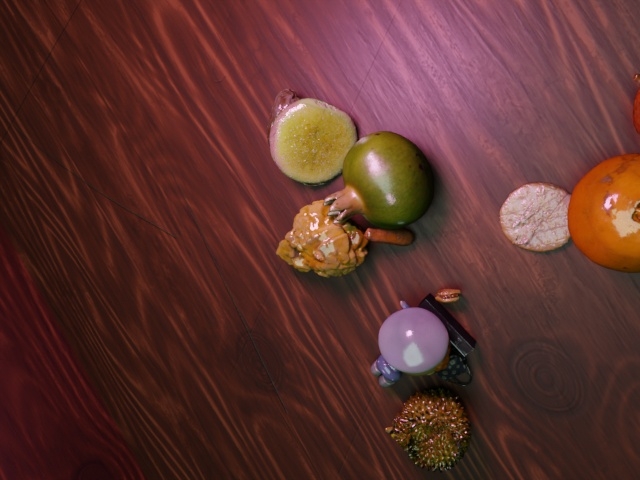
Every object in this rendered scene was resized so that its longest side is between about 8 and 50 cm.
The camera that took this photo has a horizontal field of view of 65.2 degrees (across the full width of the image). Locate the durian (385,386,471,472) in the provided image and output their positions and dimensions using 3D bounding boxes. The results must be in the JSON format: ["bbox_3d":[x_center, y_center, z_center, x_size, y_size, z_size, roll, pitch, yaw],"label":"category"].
[{"bbox_3d":[0.366,0.628,1.666,0.258,0.258,0.292,41,124,11],"label":"durian"}]

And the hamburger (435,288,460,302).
[{"bbox_3d":[0.413,0.180,1.622,0.076,0.083,0.044,-3,91,-5],"label":"hamburger"}]

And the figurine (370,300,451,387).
[{"bbox_3d":[0.272,0.393,1.628,0.224,0.205,0.381,46,140,32],"label":"figurine"}]

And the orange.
[{"bbox_3d":[0.801,-0.069,1.280,0.313,0.312,0.311,5,103,23],"label":"orange"}]

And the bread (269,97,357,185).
[{"bbox_3d":[-0.025,-0.316,1.651,0.302,0.045,0.301,-3,120,-6],"label":"bread"}]

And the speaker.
[{"bbox_3d":[0.415,0.275,1.644,0.218,0.082,0.044,46,114,7],"label":"speaker"}]

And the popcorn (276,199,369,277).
[{"bbox_3d":[0.000,0.000,1.689,0.333,0.225,0.264,-13,95,26],"label":"popcorn"}]

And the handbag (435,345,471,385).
[{"bbox_3d":[0.450,0.433,1.677,0.115,0.072,0.139,-37,98,27],"label":"handbag"}]

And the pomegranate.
[{"bbox_3d":[0.181,-0.170,1.521,0.359,0.216,0.309,-29,91,-12],"label":"pomegranate"}]

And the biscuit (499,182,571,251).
[{"bbox_3d":[0.649,-0.067,1.492,0.220,0.033,0.219,5,102,22],"label":"biscuit"}]

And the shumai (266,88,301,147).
[{"bbox_3d":[-0.089,-0.397,1.706,0.176,0.166,0.205,18,134,-13],"label":"shumai"}]

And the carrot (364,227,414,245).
[{"bbox_3d":[0.224,-0.014,1.623,0.060,0.186,0.060,-16,72,61],"label":"carrot"}]

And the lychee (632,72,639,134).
[{"bbox_3d":[0.894,-0.333,1.209,0.300,0.255,0.255,31,117,-23],"label":"lychee"}]
